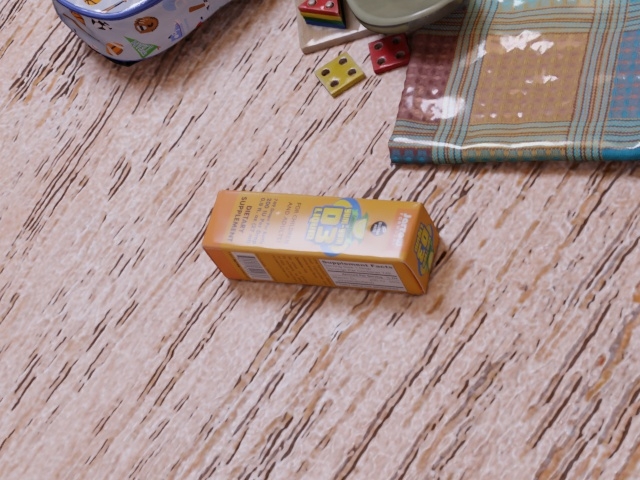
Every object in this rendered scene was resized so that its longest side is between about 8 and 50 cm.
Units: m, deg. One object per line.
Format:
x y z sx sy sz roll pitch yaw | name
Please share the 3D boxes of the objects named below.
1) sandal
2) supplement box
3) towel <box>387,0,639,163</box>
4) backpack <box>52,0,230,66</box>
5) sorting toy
0.060 -0.340 1.569 0.120 0.086 0.302 -29 52 -1 | sandal
0.000 0.000 1.427 0.233 0.080 0.078 4 61 22 | supplement box
0.267 -0.201 1.463 0.370 0.040 0.271 0 61 25 | towel
-0.217 -0.358 1.671 0.276 0.213 0.263 37 82 31 | backpack
0.030 -0.294 1.636 0.132 0.046 0.274 -15 54 12 | sorting toy
